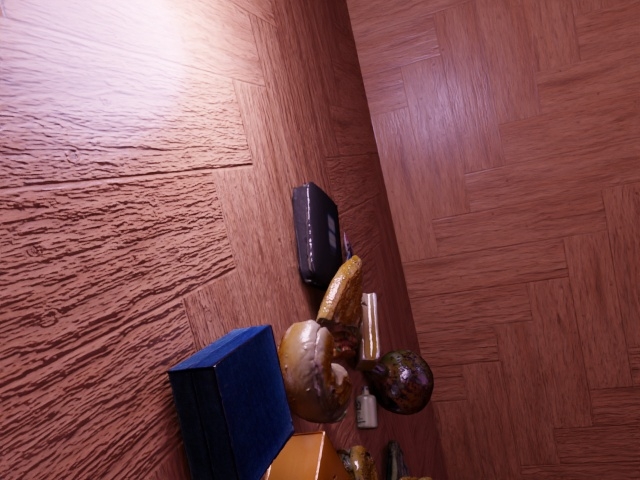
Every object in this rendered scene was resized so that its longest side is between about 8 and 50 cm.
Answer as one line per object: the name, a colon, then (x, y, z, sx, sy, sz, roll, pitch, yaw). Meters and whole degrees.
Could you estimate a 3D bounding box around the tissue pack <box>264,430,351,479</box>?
tissue pack: (-0.021, 0.645, 1.300, 0.194, 0.145, 0.274, -72, 147, -53)

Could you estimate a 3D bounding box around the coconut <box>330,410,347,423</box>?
coconut: (0.042, 0.541, 1.636, 0.083, 0.082, 0.081, -52, 125, -64)

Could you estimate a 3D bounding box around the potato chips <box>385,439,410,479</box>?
potato chips: (0.350, 1.097, 2.253, 0.358, 0.070, 0.429, 47, 36, -58)

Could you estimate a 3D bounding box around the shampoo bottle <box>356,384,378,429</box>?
shampoo bottle: (0.177, 0.640, 1.980, 0.079, 0.079, 0.162, 46, 37, -58)

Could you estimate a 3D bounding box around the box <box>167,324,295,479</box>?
box: (-0.171, 0.340, 1.067, 0.279, 0.116, 0.261, -21, 98, -71)

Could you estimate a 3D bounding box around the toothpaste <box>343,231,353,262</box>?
toothpaste: (0.123, 0.080, 2.193, 0.266, 0.061, 0.096, -90, 159, -46)

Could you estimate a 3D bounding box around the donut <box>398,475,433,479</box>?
donut: (0.374, 1.111, 2.042, 0.360, 0.170, 0.360, 1, 88, -49)

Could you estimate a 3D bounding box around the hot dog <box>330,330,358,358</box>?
hot dog: (0.087, 0.379, 1.872, 0.250, 0.076, 0.104, 29, 52, -64)

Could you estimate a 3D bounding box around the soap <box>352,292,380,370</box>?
soap: (0.177, 0.363, 2.041, 0.173, 0.089, 0.274, 104, -13, -59)

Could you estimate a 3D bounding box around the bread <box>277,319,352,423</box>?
bread: (-0.026, 0.387, 1.384, 0.192, 0.171, 0.314, -75, 148, -48)

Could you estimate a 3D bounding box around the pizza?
pizza: (0.082, 0.236, 1.797, 0.280, 0.075, 0.287, -53, 142, -35)

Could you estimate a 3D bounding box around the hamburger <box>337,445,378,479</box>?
hamburger: (0.118, 0.761, 1.689, 0.177, 0.114, 0.185, -78, 152, -46)

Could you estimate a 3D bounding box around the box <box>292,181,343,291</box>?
box: (0.000, 0.000, 1.805, 0.359, 0.091, 0.350, 33, 50, -66)

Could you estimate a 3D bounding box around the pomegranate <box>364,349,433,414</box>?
pomegranate: (0.316, 0.591, 2.208, 0.341, 0.285, 0.285, 27, 47, -28)
